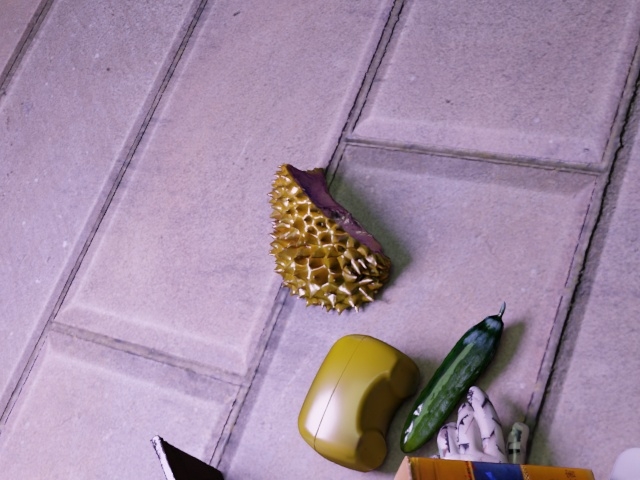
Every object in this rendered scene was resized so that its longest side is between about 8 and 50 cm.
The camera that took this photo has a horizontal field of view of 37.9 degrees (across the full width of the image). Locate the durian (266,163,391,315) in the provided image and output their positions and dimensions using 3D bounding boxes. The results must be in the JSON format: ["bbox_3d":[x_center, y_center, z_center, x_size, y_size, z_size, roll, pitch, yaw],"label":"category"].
[{"bbox_3d":[-0.012,0.004,1.459,0.260,0.153,0.187,36,108,44],"label":"durian"}]

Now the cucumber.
[{"bbox_3d":[0.186,0.189,1.288,0.056,0.056,0.250,34,83,36],"label":"cucumber"}]

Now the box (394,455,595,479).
[{"bbox_3d":[0.210,0.331,1.063,0.237,0.070,0.152,4,42,-9],"label":"box"}]

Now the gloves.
[{"bbox_3d":[0.198,0.288,1.198,0.127,0.111,0.212,-10,66,25],"label":"gloves"}]

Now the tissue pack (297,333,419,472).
[{"bbox_3d":[0.046,0.221,1.296,0.127,0.123,0.178,18,74,29],"label":"tissue pack"}]

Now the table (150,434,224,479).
[{"bbox_3d":[-0.221,0.468,1.261,0.250,0.196,0.282,-38,51,5],"label":"table"}]

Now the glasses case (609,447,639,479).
[{"bbox_3d":[0.369,0.343,1.113,0.074,0.049,0.194,12,71,32],"label":"glasses case"}]
